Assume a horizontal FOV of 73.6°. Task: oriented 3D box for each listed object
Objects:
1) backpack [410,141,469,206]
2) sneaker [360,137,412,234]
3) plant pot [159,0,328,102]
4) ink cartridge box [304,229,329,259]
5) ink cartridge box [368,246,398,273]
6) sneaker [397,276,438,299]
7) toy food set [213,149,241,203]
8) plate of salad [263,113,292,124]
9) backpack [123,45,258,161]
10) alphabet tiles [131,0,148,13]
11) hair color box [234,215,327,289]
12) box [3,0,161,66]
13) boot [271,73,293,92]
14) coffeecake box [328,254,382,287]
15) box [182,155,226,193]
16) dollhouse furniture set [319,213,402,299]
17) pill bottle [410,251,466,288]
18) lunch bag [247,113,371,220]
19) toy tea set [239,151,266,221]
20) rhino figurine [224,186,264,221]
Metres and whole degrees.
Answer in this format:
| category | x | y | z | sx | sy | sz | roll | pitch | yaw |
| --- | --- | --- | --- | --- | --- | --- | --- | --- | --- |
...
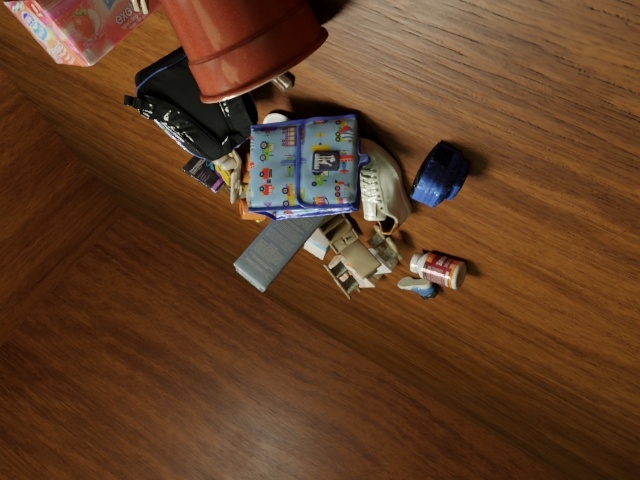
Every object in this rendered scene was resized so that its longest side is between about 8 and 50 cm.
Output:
| category | x | y | z | sx | sy | sz | roll | pitch | yaw |
| --- | --- | --- | --- | --- | --- | --- | --- | --- | --- |
| backpack | 0.255 | -0.133 | 0.919 | 0.101 | 0.120 | 0.098 | 29 | 157 | 14 |
| sneaker | 0.147 | -0.125 | 1.093 | 0.106 | 0.123 | 0.290 | 13 | 149 | 46 |
| plant pot | -0.162 | -0.429 | 0.739 | 0.272 | 0.272 | 0.265 | 12 | 141 | 44 |
| ink cartridge box | 0.000 | 0.000 | 1.608 | 0.090 | 0.092 | 0.143 | 33 | 158 | 5 |
| ink cartridge box | 0.203 | 0.072 | 1.525 | 0.088 | 0.052 | 0.122 | 40 | 157 | -14 |
| sneaker | 0.349 | 0.175 | 1.523 | 0.152 | 0.058 | 0.084 | -9 | 124 | 52 |
| toy food set | -0.374 | -0.285 | 1.437 | 0.306 | 0.092 | 0.219 | 52 | 158 | 10 |
| plate of salad | -0.083 | -0.274 | 1.209 | 0.200 | 0.048 | 0.200 | 33 | 151 | 21 |
| backpack | -0.296 | -0.348 | 1.073 | 0.263 | 0.277 | 0.213 | 57 | -174 | -37 |
| alphabet tiles | -0.314 | -0.563 | 0.676 | 0.011 | 0.285 | 0.342 | -4 | 161 | -10 |
| hair color box | -0.085 | -0.030 | 1.241 | 0.114 | 0.374 | 0.185 | 40 | 167 | -1 |
| box | -0.459 | -0.515 | 0.890 | 0.154 | 0.300 | 0.142 | 20 | 155 | 33 |
| boot | -0.124 | -0.393 | 1.038 | 0.114 | 0.037 | 0.106 | 35 | 161 | -16 |
| coffeecake box | 0.134 | 0.121 | 1.705 | 0.142 | 0.068 | 0.185 | 42 | 157 | -16 |
| box | -0.423 | -0.265 | 1.624 | 0.162 | 0.116 | 0.029 | 33 | 157 | 3 |
| dollhouse furniture set | 0.094 | 0.015 | 1.355 | 0.242 | 0.212 | 0.161 | 51 | 178 | 46 |
| pill bottle | 0.353 | 0.086 | 1.289 | 0.152 | 0.086 | 0.086 | 17 | 153 | 35 |
| lunch bag | -0.017 | -0.174 | 1.039 | 0.293 | 0.220 | 0.138 | -3 | 173 | 25 |
| toy tea set | -0.208 | -0.188 | 1.486 | 0.124 | 0.200 | 0.336 | -6 | 171 | -20 |
| rhino figurine | -0.282 | -0.165 | 1.691 | 0.243 | 0.073 | 0.106 | 28 | 144 | 19 |
